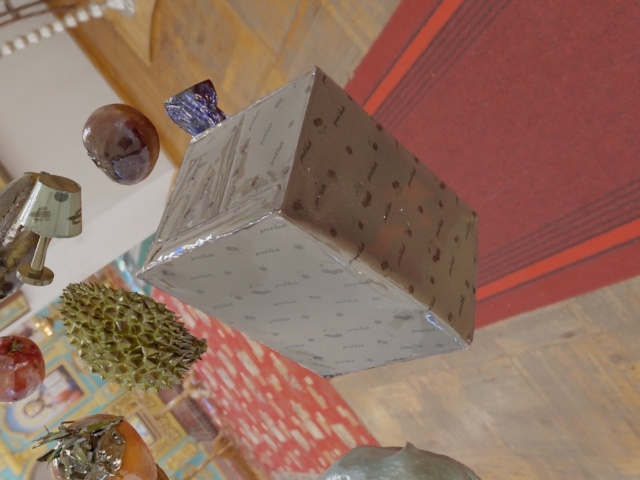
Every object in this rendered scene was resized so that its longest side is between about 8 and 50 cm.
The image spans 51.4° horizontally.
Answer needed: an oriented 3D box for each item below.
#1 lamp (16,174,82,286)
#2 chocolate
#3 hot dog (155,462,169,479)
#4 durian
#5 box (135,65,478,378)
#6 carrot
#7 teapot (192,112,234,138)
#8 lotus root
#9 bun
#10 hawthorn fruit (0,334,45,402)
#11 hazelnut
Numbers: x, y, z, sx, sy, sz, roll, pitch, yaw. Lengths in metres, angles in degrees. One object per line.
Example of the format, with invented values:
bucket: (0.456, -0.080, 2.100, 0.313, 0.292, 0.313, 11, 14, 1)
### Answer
lamp: (-0.537, -0.017, 1.312, 0.121, 0.121, 0.214, 34, 112, 37)
chocolate: (-0.193, -0.198, 1.458, 0.343, 0.148, 0.126, 51, -171, -6)
hot dog: (-0.498, 0.754, 1.688, 0.174, 0.387, 0.267, 30, 153, -33)
durian: (-0.339, 0.188, 1.241, 0.306, 0.172, 0.166, 25, 169, -33)
box: (0.000, 0.000, 0.739, 0.225, 0.190, 0.297, -20, 138, 40)
carrot: (-0.486, 0.483, 1.470, 0.331, 0.193, 0.214, 82, 169, -58)
teapot: (-0.356, -0.332, 2.177, 0.163, 0.222, 0.178, 16, 116, 45)
lotus root: (-0.799, -0.001, 1.703, 0.196, 0.397, 0.179, 3, 150, 49)
bun: (0.140, 0.498, 1.236, 0.362, 0.362, 0.211, 97, 174, -59)
hawthorn fruit: (-0.821, 0.327, 1.763, 0.179, 0.179, 0.200, 38, 127, 31)
hazelnut: (-0.484, -0.230, 1.634, 0.178, 0.178, 0.204, 36, 146, 34)
